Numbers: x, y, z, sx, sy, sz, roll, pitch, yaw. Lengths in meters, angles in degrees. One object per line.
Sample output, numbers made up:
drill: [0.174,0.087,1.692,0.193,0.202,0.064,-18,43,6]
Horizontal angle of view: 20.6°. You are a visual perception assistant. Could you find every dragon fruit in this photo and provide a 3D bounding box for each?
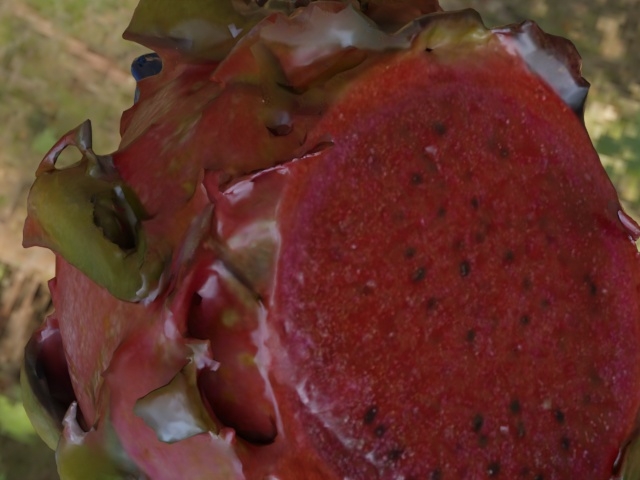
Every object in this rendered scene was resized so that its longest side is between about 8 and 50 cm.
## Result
dragon fruit: [0.000,0.000,0.399,0.150,0.208,0.133,-41,130,19]

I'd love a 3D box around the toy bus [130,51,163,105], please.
toy bus: [-0.006,0.031,0.928,0.138,0.175,0.288,-4,-145,-25]
